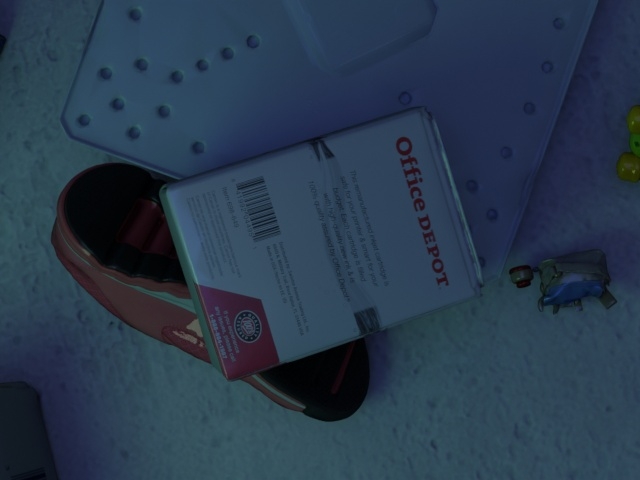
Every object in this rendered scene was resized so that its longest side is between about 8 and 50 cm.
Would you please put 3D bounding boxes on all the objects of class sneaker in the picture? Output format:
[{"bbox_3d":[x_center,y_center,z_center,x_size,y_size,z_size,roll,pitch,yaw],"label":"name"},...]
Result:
[{"bbox_3d":[-0.096,0.050,1.232,0.314,0.136,0.116,36,62,-11],"label":"sneaker"}]

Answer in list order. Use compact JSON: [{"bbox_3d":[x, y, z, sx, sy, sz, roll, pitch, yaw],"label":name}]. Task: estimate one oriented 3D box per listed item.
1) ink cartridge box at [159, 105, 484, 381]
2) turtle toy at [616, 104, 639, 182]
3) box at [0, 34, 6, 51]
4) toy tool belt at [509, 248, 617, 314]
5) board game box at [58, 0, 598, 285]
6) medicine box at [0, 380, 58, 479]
[{"bbox_3d":[0.000,0.000,1.123,0.218,0.092,0.158,-18,94,-10],"label":"ink cartridge box"},{"bbox_3d":[0.301,-0.098,1.182,0.095,0.066,0.130,10,130,9],"label":"turtle toy"},{"bbox_3d":[-0.482,-0.116,1.254,0.279,0.177,0.290,25,91,9],"label":"box"},{"bbox_3d":[0.206,0.040,1.208,0.083,0.052,0.051,-13,76,8],"label":"toy tool belt"},{"bbox_3d":[0.028,-0.205,1.198,0.390,0.050,0.390,20,90,-8],"label":"board game box"},{"bbox_3d":[-0.373,0.285,1.228,0.289,0.149,0.263,-16,84,7],"label":"medicine box"}]
